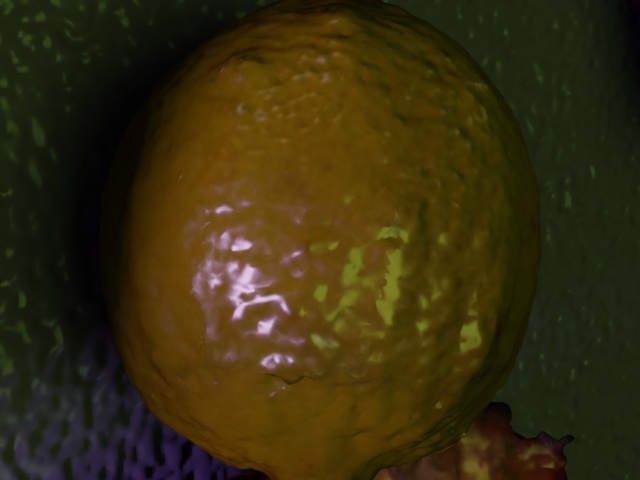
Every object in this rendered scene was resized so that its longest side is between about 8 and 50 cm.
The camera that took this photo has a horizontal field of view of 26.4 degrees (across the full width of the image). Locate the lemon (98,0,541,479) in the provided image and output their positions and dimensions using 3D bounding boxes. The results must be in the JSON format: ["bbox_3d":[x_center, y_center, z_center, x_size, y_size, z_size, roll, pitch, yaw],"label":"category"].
[{"bbox_3d":[0.000,0.000,0.596,0.192,0.192,0.231,8,76,-39],"label":"lemon"}]

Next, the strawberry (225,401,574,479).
[{"bbox_3d":[0.010,0.227,0.685,0.280,0.150,0.253,-9,84,-35],"label":"strawberry"}]
